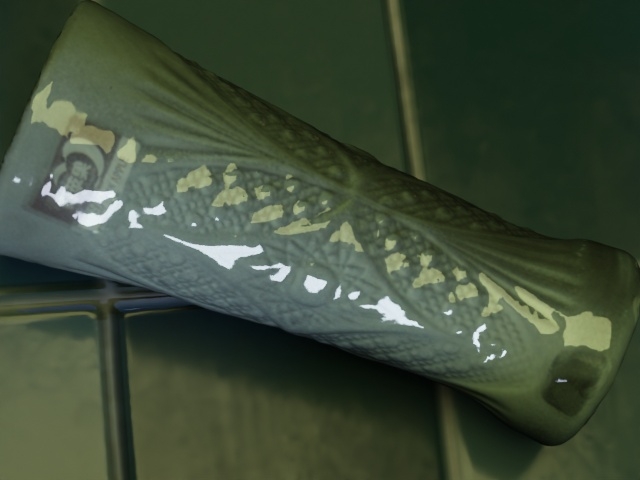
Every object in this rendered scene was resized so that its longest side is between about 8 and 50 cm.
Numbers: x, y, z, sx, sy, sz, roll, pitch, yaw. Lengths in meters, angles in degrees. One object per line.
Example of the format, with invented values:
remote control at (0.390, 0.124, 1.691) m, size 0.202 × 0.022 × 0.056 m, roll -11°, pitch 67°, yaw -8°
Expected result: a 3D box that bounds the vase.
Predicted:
vase at (0.000, 0.000, 0.650) m, size 0.219 × 0.096 × 0.096 m, roll 22°, pitch 70°, yaw -4°
